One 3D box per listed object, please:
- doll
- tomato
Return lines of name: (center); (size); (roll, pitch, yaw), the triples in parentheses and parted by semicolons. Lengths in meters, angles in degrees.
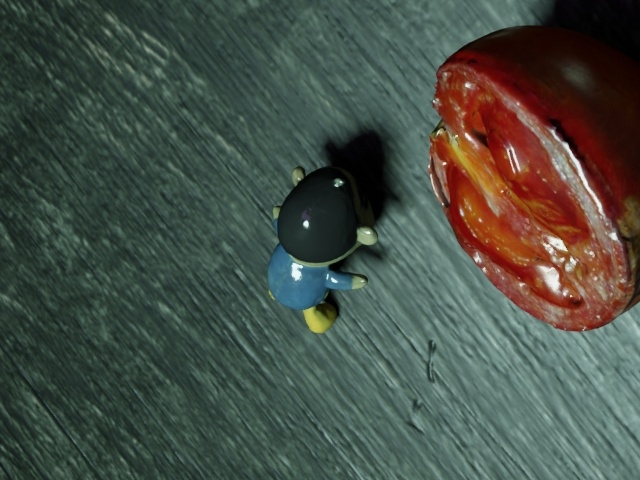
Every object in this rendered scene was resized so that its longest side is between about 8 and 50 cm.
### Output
doll: (0.000, 0.000, 1.255); (0.102, 0.089, 0.179); (40, 150, 14)
tomato: (0.178, -0.053, 1.074); (0.200, 0.139, 0.233); (52, 163, 15)
